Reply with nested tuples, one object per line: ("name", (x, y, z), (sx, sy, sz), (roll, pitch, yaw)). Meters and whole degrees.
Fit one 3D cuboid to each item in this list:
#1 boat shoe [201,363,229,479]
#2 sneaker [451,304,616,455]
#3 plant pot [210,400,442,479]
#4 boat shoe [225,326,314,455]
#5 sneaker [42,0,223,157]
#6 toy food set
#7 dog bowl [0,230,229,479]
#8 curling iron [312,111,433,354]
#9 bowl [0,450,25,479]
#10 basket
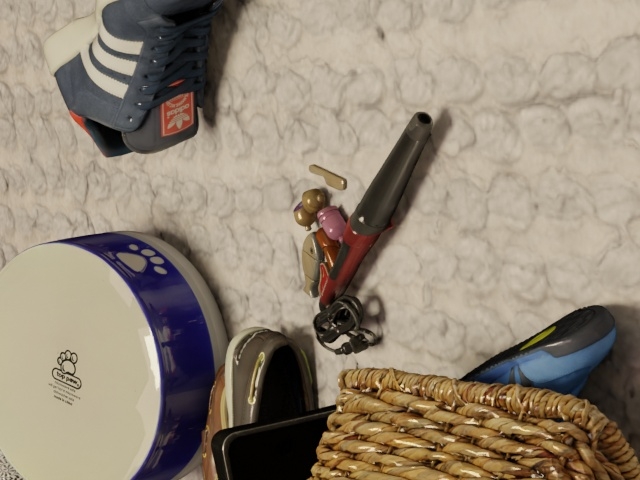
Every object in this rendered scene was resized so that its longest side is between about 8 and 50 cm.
("boat shoe", (-0.083, 0.200, 1.809), (0.060, 0.064, 0.178), (37, 125, 56))
("sneaker", (0.162, 0.110, 1.355), (0.082, 0.069, 0.209), (56, 147, 4))
("plant pot", (0.001, 0.221, 1.567), (0.167, 0.188, 0.187), (-171, 70, -72))
("boat shoe", (-0.041, 0.194, 1.709), (0.068, 0.081, 0.228), (6, 104, 63))
("sneaker", (-0.143, -0.166, 1.717), (0.148, 0.131, 0.350), (68, 156, 2))
("toy food set", (0.000, 0.000, 1.624), (0.078, 0.019, 0.122), (27, 124, 53))
("dog bowl", (-0.220, 0.125, 1.875), (0.265, 0.104, 0.265), (5, 98, 36))
("curling iron", (0.048, -0.004, 1.529), (0.068, 0.035, 0.274), (46, 138, 25))
("bowl", (-0.330, 0.271, 2.236), (0.170, 0.080, 0.170), (31, 127, 53))
("basket", (0.131, 0.237, 1.361), (0.299, 0.213, 0.223), (0, 63, 54))
